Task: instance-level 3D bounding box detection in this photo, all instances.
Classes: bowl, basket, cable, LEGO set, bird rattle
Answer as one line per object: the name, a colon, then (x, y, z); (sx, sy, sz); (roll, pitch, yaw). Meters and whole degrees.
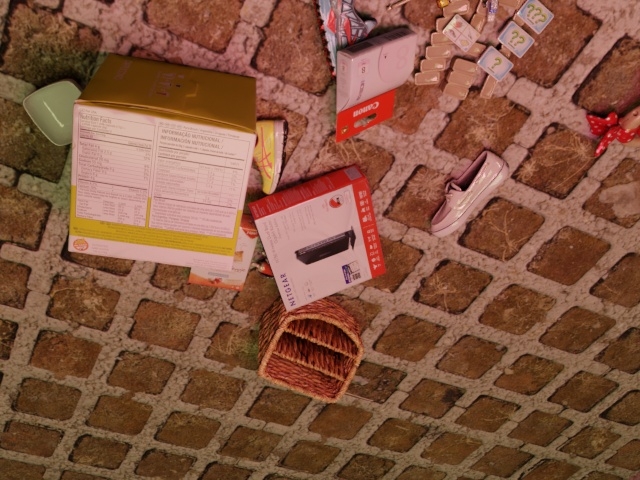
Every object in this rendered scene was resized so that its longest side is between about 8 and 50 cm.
bowl: (-0.585, -0.300, 1.460); (0.142, 0.053, 0.142); (-19, 129, 11)
basket: (-0.017, 0.314, 1.908); (0.299, 0.223, 0.213); (28, 122, -24)
cable: (-0.071, 0.101, 1.821); (0.287, 0.072, 0.139); (34, 117, -28)
LEGO set: (0.369, -0.478, 1.366); (0.244, 0.060, 0.182); (32, 110, -23)
bird rattle: (0.788, -0.282, 1.545); (0.207, 0.143, 0.253); (14, 132, -36)

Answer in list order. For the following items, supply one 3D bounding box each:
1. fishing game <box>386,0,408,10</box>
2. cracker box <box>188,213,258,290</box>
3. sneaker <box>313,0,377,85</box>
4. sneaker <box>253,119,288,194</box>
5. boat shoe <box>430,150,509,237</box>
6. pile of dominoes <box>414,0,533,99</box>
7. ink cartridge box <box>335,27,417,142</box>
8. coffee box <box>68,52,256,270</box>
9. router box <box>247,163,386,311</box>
fishing game: (0.162, -0.557, 1.252); (0.189, 0.041, 0.264); (-23, 162, 12)
cracker box: (-0.266, 0.027, 1.749); (0.156, 0.067, 0.232); (10, 128, -13)
sneaker: (0.066, -0.434, 1.370); (0.125, 0.104, 0.261); (-13, 130, 4)
sneaker: (-0.134, -0.209, 1.566); (0.094, 0.081, 0.208); (10, 125, 1)
boat shoe: (0.368, -0.121, 1.660); (0.088, 0.096, 0.267); (32, 120, -22)
pile of dominoes: (0.335, -0.447, 1.438); (0.196, 0.040, 0.251); (12, 119, -13)
ink cartridge box: (0.121, -0.336, 1.418); (0.189, 0.066, 0.232); (-29, 136, -27)
coffee box: (-0.327, -0.176, 1.377); (0.339, 0.337, 0.334); (8, 121, -11)
router box: (0.000, 0.000, 1.690); (0.301, 0.082, 0.335); (-22, 130, -6)
